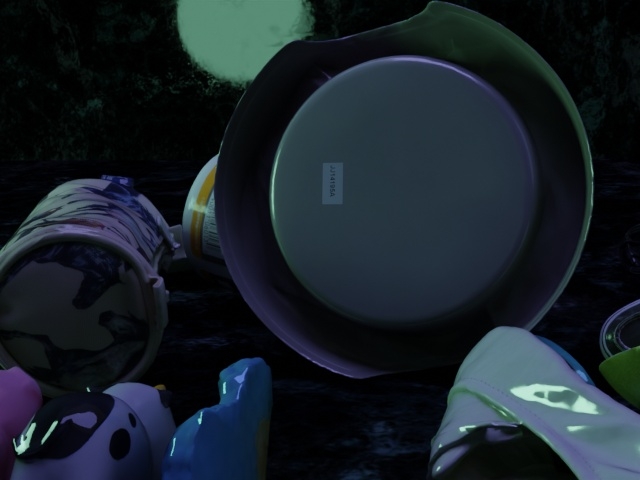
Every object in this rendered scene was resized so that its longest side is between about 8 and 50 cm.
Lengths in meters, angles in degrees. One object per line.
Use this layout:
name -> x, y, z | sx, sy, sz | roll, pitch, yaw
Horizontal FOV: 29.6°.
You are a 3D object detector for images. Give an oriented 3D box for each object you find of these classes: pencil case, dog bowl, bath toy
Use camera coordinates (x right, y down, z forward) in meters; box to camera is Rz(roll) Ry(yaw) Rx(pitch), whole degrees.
pencil case -> -0.228, 0.033, 1.209 | 0.183, 0.160, 0.410 | -17, 11, -4
dog bowl -> 0.080, -0.042, 1.129 | 0.348, 0.349, 0.102 | 1, -4, 17
bath toy -> -0.210, 0.126, 0.785 | 0.348, 0.129, 0.151 | 1, -24, 10

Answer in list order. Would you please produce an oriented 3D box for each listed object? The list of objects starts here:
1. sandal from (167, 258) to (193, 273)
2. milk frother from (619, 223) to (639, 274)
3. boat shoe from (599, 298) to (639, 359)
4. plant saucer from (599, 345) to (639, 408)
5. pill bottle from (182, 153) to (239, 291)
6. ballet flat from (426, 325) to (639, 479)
sandal -> -0.041, 0.011, 1.532 | 0.445, 0.107, 0.167 | -12, 8, 17
milk frother -> 0.466, -0.002, 1.506 | 0.134, 0.129, 0.143 | 31, -31, -14
boat shoe -> 0.332, 0.067, 0.987 | 0.219, 0.078, 0.070 | -10, -18, 25
plant saucer -> 0.328, 0.098, 0.888 | 0.240, 0.037, 0.241 | -4, -15, -1
pill bottle -> 0.000, 0.000, 1.312 | 0.278, 0.162, 0.162 | 16, 18, 31
ballet flat -> 0.132, 0.145, 0.673 | 0.139, 0.139, 0.400 | -4, 11, -15
